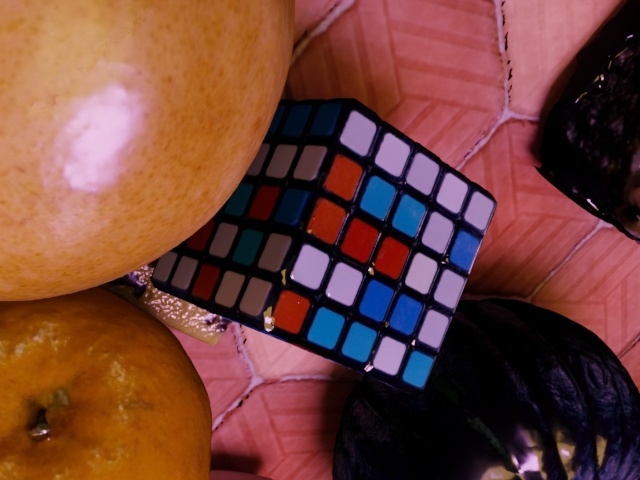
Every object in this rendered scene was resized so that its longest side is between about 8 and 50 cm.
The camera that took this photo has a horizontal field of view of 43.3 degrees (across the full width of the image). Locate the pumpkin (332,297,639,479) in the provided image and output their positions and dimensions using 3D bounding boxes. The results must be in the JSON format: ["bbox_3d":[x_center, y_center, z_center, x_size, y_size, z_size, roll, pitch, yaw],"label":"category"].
[{"bbox_3d":[0.191,0.241,0.894,0.364,0.266,0.363,-12,119,-24],"label":"pumpkin"}]

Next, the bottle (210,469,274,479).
[{"bbox_3d":[-0.154,0.304,0.833,0.237,0.147,0.147,20,107,-31],"label":"bottle"}]

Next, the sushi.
[{"bbox_3d":[0.438,-0.103,0.803,0.329,0.285,0.328,34,99,-38],"label":"sushi"}]

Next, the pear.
[{"bbox_3d":[-0.162,-0.115,0.488,0.315,0.314,0.314,-13,123,-20],"label":"pear"}]

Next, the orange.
[{"bbox_3d":[-0.223,0.166,0.641,0.279,0.278,0.235,-4,155,-25],"label":"orange"}]

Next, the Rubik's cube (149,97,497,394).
[{"bbox_3d":[0.000,0.000,0.677,0.187,0.184,0.182,28,82,-35],"label":"Rubik's cube"}]

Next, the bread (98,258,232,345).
[{"bbox_3d":[-0.160,0.014,0.717,0.226,0.049,0.088,33,100,-36],"label":"bread"}]
